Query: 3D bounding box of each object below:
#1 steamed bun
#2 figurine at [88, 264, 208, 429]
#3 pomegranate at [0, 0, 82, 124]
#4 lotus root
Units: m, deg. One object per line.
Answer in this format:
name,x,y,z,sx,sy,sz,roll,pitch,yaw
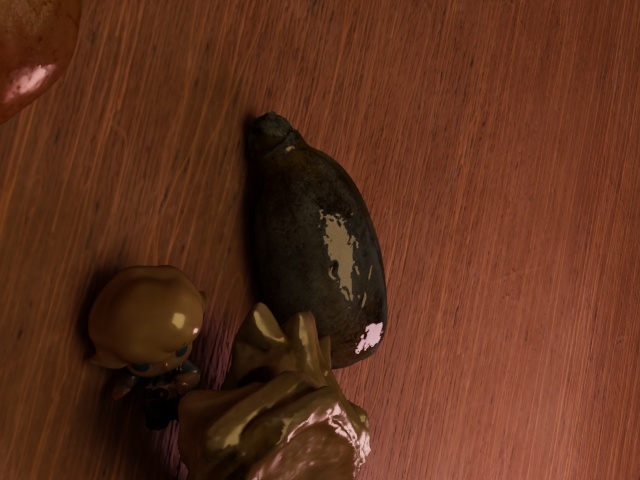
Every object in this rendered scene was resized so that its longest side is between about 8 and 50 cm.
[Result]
steamed bun,-0.048,0.210,1.503,0.247,0.189,0.428,-33,152,-14
figurine,-0.169,0.116,1.408,0.108,0.114,0.196,-84,172,-54
pomegranate,-0.292,-0.187,1.022,0.248,0.248,0.248,-13,104,-60
lotus root,0.000,0.000,1.645,0.158,0.140,0.322,-42,127,-50
